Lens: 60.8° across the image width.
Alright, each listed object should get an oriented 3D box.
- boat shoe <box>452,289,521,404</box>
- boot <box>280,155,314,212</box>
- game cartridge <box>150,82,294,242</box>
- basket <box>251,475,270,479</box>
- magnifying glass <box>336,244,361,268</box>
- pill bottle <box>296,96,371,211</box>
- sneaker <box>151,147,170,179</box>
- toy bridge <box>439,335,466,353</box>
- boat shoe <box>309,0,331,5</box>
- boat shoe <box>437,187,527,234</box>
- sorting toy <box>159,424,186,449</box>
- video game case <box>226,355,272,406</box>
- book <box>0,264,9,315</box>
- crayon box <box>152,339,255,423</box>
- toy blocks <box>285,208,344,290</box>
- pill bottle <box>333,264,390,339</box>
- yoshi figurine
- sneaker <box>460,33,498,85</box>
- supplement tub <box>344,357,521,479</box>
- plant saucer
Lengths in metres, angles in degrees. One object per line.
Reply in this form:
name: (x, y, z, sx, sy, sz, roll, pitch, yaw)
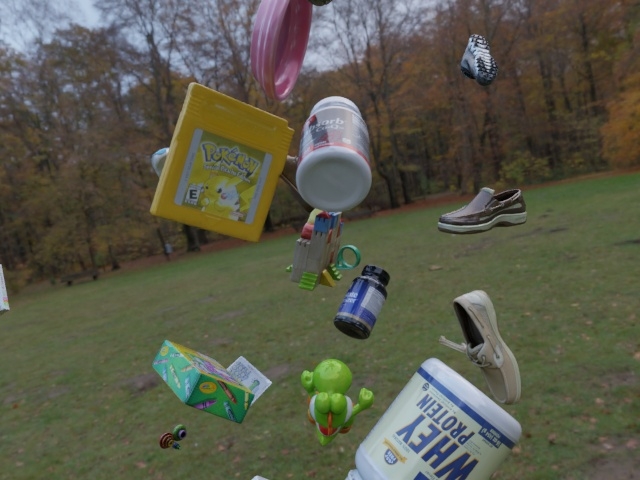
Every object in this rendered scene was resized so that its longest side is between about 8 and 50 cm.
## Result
boat shoe: (0.474, 0.321, 1.594, 0.110, 0.342, 0.121, -13, -11, -29)
boot: (-0.092, -0.240, 1.758, 0.115, 0.305, 0.112, -41, 2, 10)
game cartridge: (-0.232, -0.180, 1.339, 0.285, 0.324, 0.052, 16, 6, -31)
basket: (-0.155, 0.779, 1.584, 0.113, 0.167, 0.103, -46, 38, 3)
magnifying glass: (0.073, 0.094, 2.162, 0.026, 0.092, 0.231, -25, -9, -46)
pill bottle: (0.041, -0.266, 1.609, 0.210, 0.210, 0.363, -11, 38, 11)
sneaker: (-0.452, -0.190, 1.685, 0.087, 0.092, 0.229, -29, -32, -17)
toy bridge: (0.520, 0.390, 1.977, 0.188, 0.026, 0.063, 17, 6, 2)
boat shoe: (0.014, -0.591, 1.193, 0.095, 0.112, 0.335, 28, 4, 8)
boat shoe: (0.374, -0.076, 1.269, 0.257, 0.095, 0.095, -10, 14, -33)
sorting toy: (-0.445, 0.613, 1.680, 0.042, 0.061, 0.101, 7, 15, 40)
video game case: (-0.260, 0.475, 1.791, 0.157, 0.143, 0.019, -40, -18, -43)
book: (-0.947, 0.152, 1.568, 0.096, 0.144, 0.035, -27, -20, 10)
crayon box: (-0.303, 0.353, 1.387, 0.165, 0.081, 0.278, 33, -10, -31)
toy blocks: (0.000, 0.000, 1.947, 0.190, 0.261, 0.381, 13, 12, 12)
pill bottle: (0.138, 0.191, 1.721, 0.122, 0.123, 0.219, -8, 46, 49)
yoshi figurine: (0.039, 0.452, 1.597, 0.203, 0.203, 0.362, -30, -21, -12)
sneaker: (0.491, -0.538, 1.710, 0.078, 0.235, 0.106, 12, -41, -12)
supplement tub: (0.219, 0.431, 1.102, 0.325, 0.235, 0.235, -52, 7, -4)
plant saucer: (-0.108, -0.552, 1.486, 0.084, 0.333, 0.332, 17, 8, 8)
